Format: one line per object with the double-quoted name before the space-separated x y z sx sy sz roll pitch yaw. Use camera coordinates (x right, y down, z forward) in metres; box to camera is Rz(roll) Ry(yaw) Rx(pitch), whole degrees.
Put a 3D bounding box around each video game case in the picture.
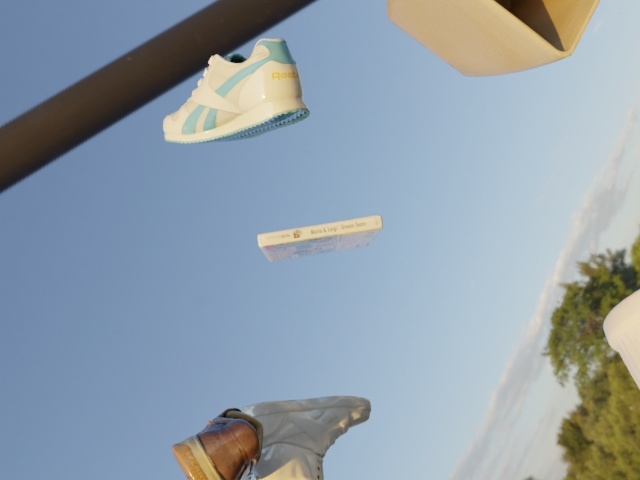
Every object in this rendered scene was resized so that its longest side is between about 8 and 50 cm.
"video game case" 0.000 0.000 0.781 0.157 0.143 0.019 90 171 -82

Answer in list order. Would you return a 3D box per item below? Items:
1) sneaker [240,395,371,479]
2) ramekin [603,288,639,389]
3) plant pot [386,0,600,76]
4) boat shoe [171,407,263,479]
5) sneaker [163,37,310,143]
"sneaker" -0.010 0.384 1.161 0.293 0.169 0.108 4 -34 -35
"ramekin" 0.432 0.102 0.603 0.273 0.273 0.127 52 -155 -58
"plant pot" 0.103 -0.164 0.384 0.109 0.109 0.096 -59 9 -14
"boat shoe" -0.135 0.316 0.929 0.123 0.123 0.342 -34 -16 -17
"sneaker" -0.107 -0.165 0.734 0.087 0.229 0.092 -16 -83 -48
